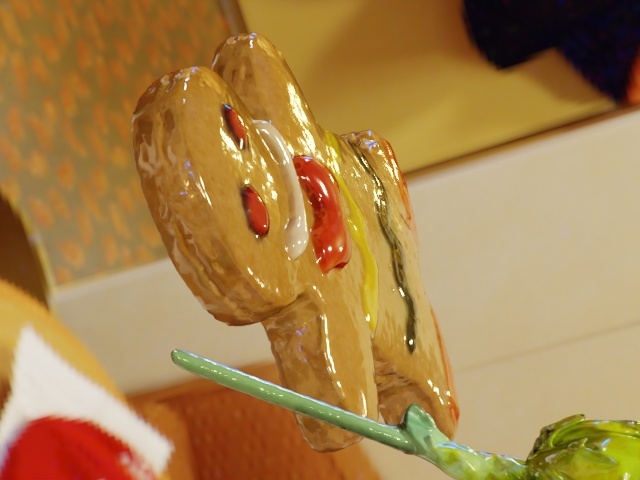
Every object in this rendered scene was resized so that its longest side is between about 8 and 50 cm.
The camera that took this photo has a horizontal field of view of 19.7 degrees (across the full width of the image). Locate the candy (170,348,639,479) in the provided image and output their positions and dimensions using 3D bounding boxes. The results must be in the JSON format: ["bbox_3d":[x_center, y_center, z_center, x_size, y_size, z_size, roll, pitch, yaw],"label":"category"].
[{"bbox_3d":[0.025,0.045,0.417,0.035,0.123,0.035,108,0,-56],"label":"candy"}]

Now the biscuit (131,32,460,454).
[{"bbox_3d":[0.001,0.000,0.698,0.250,0.036,0.165,33,40,-64],"label":"biscuit"}]
